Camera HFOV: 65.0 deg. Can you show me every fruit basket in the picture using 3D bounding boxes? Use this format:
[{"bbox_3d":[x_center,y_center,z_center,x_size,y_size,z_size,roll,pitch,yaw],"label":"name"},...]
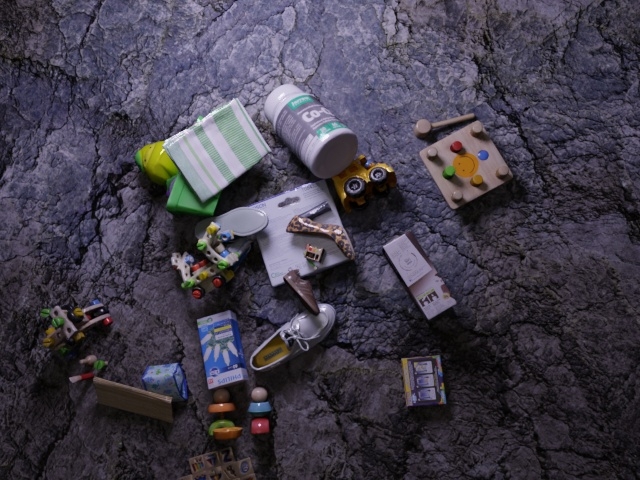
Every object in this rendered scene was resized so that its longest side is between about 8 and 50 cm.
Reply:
[{"bbox_3d":[-0.530,-0.282,1.897,0.392,0.283,0.391,0,89,-11],"label":"fruit basket"}]

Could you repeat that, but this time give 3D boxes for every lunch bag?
[{"bbox_3d":[-0.574,0.540,1.870,0.129,0.096,0.151,-8,112,5],"label":"lunch bag"}]

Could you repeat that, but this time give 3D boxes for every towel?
[{"bbox_3d":[-0.362,-0.326,1.793,0.325,0.038,0.247,-39,109,-18],"label":"towel"}]

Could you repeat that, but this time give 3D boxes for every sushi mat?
[{"bbox_3d":[-0.695,0.596,1.868,0.317,0.019,0.151,12,127,7],"label":"sushi mat"}]

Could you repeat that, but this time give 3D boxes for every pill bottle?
[{"bbox_3d":[-0.044,-0.406,1.831,0.204,0.204,0.361,-41,59,0],"label":"pill bottle"}]

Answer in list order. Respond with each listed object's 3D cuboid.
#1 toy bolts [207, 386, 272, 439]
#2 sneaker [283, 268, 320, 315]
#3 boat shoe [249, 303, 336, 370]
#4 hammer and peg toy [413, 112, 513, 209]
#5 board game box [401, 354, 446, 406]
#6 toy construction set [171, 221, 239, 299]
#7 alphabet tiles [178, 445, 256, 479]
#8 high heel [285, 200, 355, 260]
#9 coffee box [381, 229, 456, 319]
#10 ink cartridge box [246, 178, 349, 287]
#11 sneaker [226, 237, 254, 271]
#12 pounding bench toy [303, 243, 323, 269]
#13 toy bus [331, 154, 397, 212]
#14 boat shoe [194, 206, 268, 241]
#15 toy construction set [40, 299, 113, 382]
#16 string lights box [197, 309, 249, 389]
[{"bbox_3d":[-0.285,0.607,1.790,0.229,0.218,0.158,0,76,-12],"label":"toy bolts"},{"bbox_3d":[-0.052,0.182,1.805,0.071,0.066,0.188,-37,81,-20],"label":"sneaker"},{"bbox_3d":[-0.104,0.352,1.811,0.367,0.156,0.135,-32,81,2],"label":"boat shoe"},{"bbox_3d":[0.511,-0.326,1.846,0.266,0.127,0.361,-27,81,2],"label":"hammer and peg toy"},{"bbox_3d":[0.368,0.502,1.800,0.141,0.048,0.170,-6,83,7],"label":"board game box"},{"bbox_3d":[-0.428,0.082,1.827,0.328,0.151,0.215,-26,99,37],"label":"toy construction set"},{"bbox_3d":[-0.360,0.948,1.839,0.285,0.011,0.342,-18,81,3],"label":"alphabet tiles"},{"bbox_3d":[0.000,0.000,1.802,0.186,0.093,0.261,-29,66,-2],"label":"high heel"},{"bbox_3d":[0.345,0.125,1.788,0.119,0.168,0.297,-32,82,1],"label":"coffee box"},{"bbox_3d":[-0.076,-0.028,1.901,0.324,0.071,0.330,-20,79,4],"label":"ink cartridge box"},{"bbox_3d":[-0.341,0.061,1.925,0.083,0.071,0.190,38,85,22],"label":"sneaker"},{"bbox_3d":[-0.031,0.060,1.823,0.065,0.052,0.083,17,85,9],"label":"pounding bench toy"},{"bbox_3d":[0.146,-0.243,1.879,0.220,0.149,0.211,-29,65,0],"label":"toy bus"},{"bbox_3d":[-0.322,-0.054,1.887,0.303,0.091,0.114,-5,77,20],"label":"boat shoe"},{"bbox_3d":[-0.924,0.370,1.853,0.258,0.237,0.308,-18,82,3],"label":"toy construction set"},{"bbox_3d":[-0.360,0.403,1.847,0.133,0.076,0.259,-17,69,3],"label":"string lights box"}]
